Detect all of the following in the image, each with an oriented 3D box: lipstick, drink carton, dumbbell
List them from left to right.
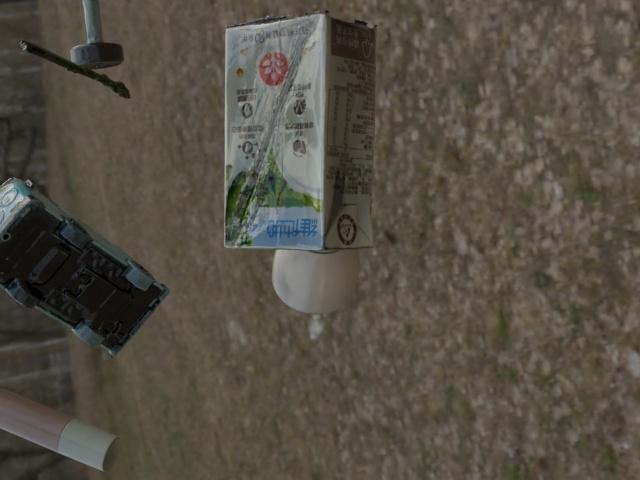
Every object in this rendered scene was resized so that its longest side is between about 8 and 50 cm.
[{"bbox_3d":[-0.498,0.353,1.991,0.070,0.254,0.070,19,-90,-76],"label":"lipstick"},{"bbox_3d":[-0.430,-0.425,2.019,0.100,0.100,0.191,-179,82,-70],"label":"dumbbell"},{"bbox_3d":[-0.029,-0.149,1.523,0.194,0.132,0.324,2,91,40],"label":"drink carton"}]

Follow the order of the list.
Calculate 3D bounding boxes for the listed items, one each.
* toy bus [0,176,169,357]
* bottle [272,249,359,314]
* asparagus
[{"bbox_3d":[-0.360,0.026,1.467,0.271,0.133,0.165,41,179,-44],"label":"toy bus"},{"bbox_3d":[0.000,0.000,1.771,0.236,0.148,0.147,99,152,-48],"label":"bottle"},{"bbox_3d":[-0.345,-0.244,1.541,0.233,0.023,0.022,21,-126,-58],"label":"asparagus"}]
